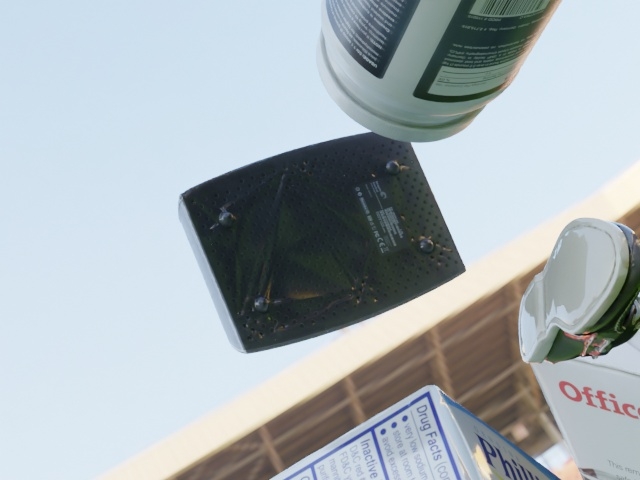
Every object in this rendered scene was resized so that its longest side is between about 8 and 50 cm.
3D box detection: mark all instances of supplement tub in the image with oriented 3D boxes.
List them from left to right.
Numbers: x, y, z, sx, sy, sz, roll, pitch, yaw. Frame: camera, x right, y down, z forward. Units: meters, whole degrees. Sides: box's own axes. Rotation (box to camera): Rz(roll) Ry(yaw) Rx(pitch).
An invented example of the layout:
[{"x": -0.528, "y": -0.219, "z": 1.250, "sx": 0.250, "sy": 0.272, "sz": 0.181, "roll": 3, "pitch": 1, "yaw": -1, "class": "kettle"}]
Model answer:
[{"x": 0.109, "y": -0.227, "z": 1.147, "sx": 0.191, "sy": 0.191, "sz": 0.272, "roll": -20, "pitch": -23, "yaw": -27, "class": "supplement tub"}]

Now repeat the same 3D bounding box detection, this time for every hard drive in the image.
[{"x": 0.000, "y": 0.000, "z": 1.250, "sx": 0.254, "sy": 0.172, "sz": 0.054, "roll": -19, "pitch": -8, "yaw": -32, "class": "hard drive"}]

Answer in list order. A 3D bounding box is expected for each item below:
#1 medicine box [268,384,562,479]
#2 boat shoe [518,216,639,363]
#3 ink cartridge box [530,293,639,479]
[{"x": 0.044, "y": 0.263, "z": 0.874, "sx": 0.289, "sy": 0.149, "sz": 0.263, "roll": -33, "pitch": -42, "yaw": 18, "class": "medicine box"}, {"x": 0.187, "y": 0.037, "z": 0.903, "sx": 0.065, "sy": 0.075, "sz": 0.206, "roll": 3, "pitch": -20, "yaw": -6, "class": "boat shoe"}, {"x": 0.398, "y": 0.220, "z": 1.239, "sx": 0.166, "sy": 0.285, "sz": 0.395, "roll": -42, "pitch": -60, "yaw": -27, "class": "ink cartridge box"}]
